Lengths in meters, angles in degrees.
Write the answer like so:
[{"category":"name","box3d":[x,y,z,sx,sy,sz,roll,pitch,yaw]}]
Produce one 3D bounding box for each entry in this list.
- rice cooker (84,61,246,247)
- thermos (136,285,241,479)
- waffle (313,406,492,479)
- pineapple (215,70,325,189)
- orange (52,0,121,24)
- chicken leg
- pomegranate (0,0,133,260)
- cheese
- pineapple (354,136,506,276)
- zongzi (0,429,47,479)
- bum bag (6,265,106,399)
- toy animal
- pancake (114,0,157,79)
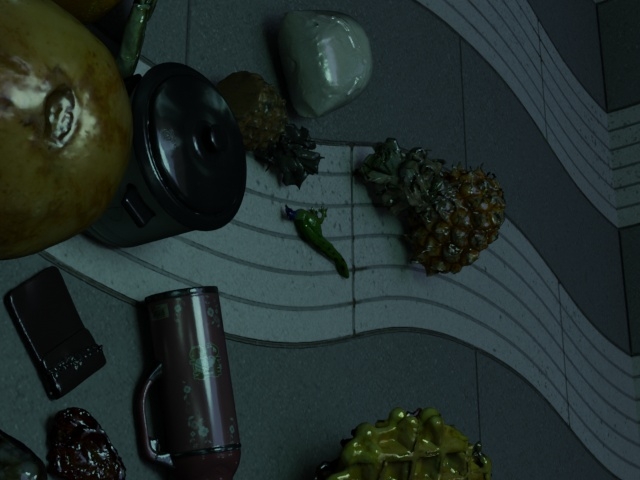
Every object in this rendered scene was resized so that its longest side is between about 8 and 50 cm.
[{"category":"rice cooker","box3d":[-0.228,-0.117,1.658,0.241,0.227,0.280,59,36,-26]},{"category":"thermos","box3d":[-0.186,0.237,1.696,0.136,0.109,0.330,2,77,-57]},{"category":"waffle","box3d":[0.129,0.462,1.941,0.380,0.095,0.382,-49,126,-8]},{"category":"pineapple","box3d":[-0.089,-0.181,2.015,0.248,0.128,0.128,44,44,-49]},{"category":"orange","box3d":[-0.346,-0.399,1.622,0.206,0.206,0.206,28,56,-50]},{"category":"chicken leg","box3d":[-0.300,0.315,1.548,0.093,0.053,0.205,-33,100,-33]},{"category":"pomegranate","box3d":[-0.394,-0.140,1.372,0.338,0.338,0.338,28,56,-50]},{"category":"cheese","box3d":[0.009,-0.330,2.175,0.189,0.154,0.198,-16,95,-38]},{"category":"pineapple","box3d":[0.194,-0.094,2.344,0.271,0.262,0.263,34,50,-32]},{"category":"zongzi","box3d":[-0.545,0.241,1.140,0.432,0.208,0.403,42,60,9]},{"category":"bum bag","box3d":[-0.350,0.120,1.566,0.109,0.026,0.159,-42,113,-54]},{"category":"toy animal","box3d":[0.002,-0.015,2.155,0.217,0.041,0.075,47,43,-44]},{"category":"pancake","box3d":[-0.261,-0.335,1.721,0.037,0.254,0.254,18,55,-11]}]
